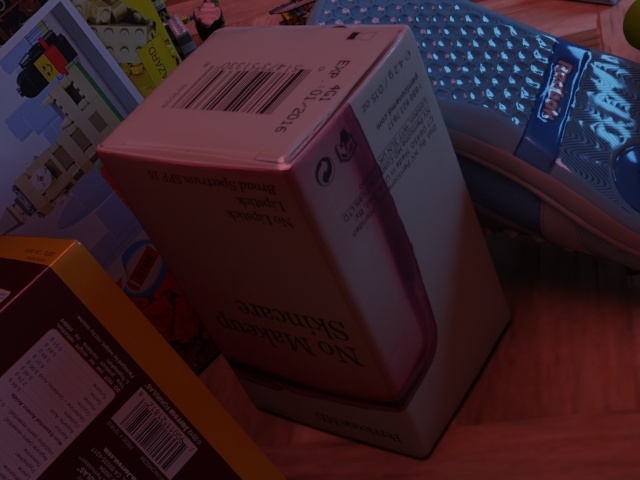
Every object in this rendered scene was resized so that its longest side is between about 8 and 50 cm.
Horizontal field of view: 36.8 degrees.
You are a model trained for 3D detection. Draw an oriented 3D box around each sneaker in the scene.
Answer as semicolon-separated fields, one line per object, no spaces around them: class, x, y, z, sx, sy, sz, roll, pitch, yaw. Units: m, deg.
sneaker;0.126;-0.037;0.665;0.319;0.208;0.127;30;59;7

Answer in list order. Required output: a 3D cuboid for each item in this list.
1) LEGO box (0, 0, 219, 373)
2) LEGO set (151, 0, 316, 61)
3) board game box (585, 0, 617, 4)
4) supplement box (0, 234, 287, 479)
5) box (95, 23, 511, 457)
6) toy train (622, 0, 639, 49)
LEGO box;-0.287;-0.059;0.601;0.193;0.500;0.372;17;53;44
LEGO set;-0.096;-0.184;0.910;0.331;0.192;0.255;-23;36;3
board game box;0.274;-0.266;0.942;0.090;0.020;0.090;-41;40;-22
supplement box;-0.161;0.132;0.520;0.194;0.191;0.129;-47;25;-23
box;0.000;0.000;0.584;0.148;0.232;0.127;9;48;38
toy train;0.277;-0.155;0.740;0.248;0.105;0.143;-27;25;-2
